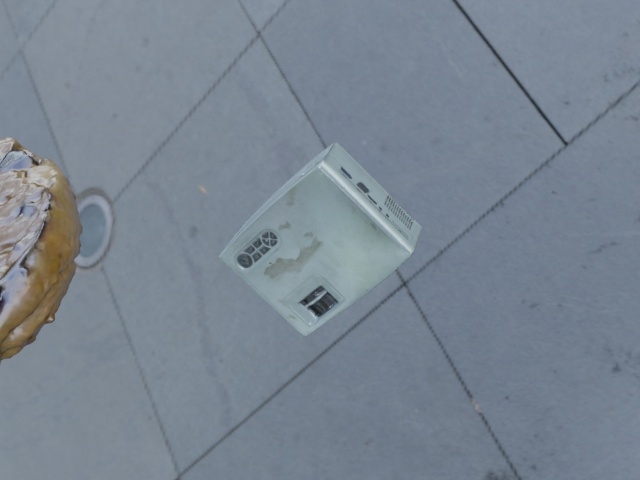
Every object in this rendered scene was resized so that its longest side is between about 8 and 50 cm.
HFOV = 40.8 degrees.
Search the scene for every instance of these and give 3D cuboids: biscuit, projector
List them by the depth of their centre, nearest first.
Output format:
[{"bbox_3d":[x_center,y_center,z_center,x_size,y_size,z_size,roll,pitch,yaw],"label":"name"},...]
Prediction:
[{"bbox_3d":[-0.331,0.030,0.745,0.295,0.075,0.296,-14,43,14],"label":"biscuit"},{"bbox_3d":[0.000,0.000,0.763,0.115,0.061,0.147,45,123,-8],"label":"projector"}]
